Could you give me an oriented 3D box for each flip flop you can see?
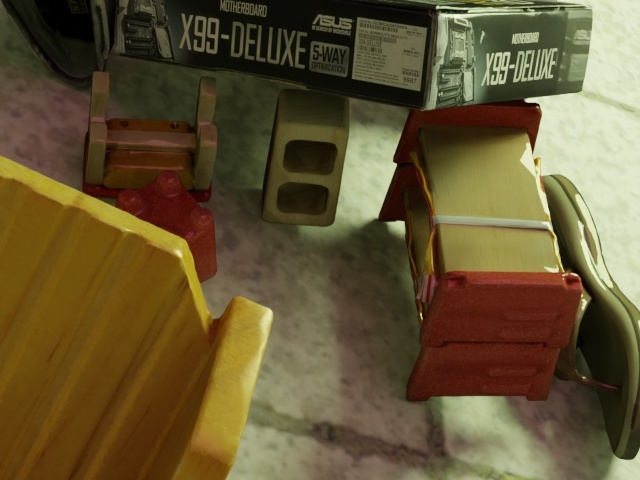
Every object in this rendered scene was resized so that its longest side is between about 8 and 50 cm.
[{"bbox_3d":[0.209,0.063,1.327,0.080,0.112,0.277,-9,56,-10],"label":"flip flop"}]

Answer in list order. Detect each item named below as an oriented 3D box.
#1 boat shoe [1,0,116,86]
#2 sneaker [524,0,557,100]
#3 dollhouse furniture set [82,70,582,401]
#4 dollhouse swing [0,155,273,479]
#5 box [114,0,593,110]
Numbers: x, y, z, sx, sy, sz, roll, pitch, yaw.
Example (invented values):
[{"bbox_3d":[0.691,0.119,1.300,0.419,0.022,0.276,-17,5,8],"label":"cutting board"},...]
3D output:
[{"bbox_3d":[-0.222,-0.238,1.212,0.108,0.301,0.102,-1,54,9],"label":"boat shoe"},{"bbox_3d":[0.186,-0.227,1.498,0.102,0.161,0.282,30,69,35],"label":"sneaker"},{"bbox_3d":[0.000,0.000,1.246,0.374,0.152,0.201,2,50,-8],"label":"dollhouse furniture set"},{"bbox_3d":[-0.245,0.147,0.849,0.346,0.315,0.305,25,23,-10],"label":"dollhouse swing"},{"bbox_3d":[0.028,-0.169,1.280,0.307,0.077,0.242,14,16,35],"label":"box"}]
